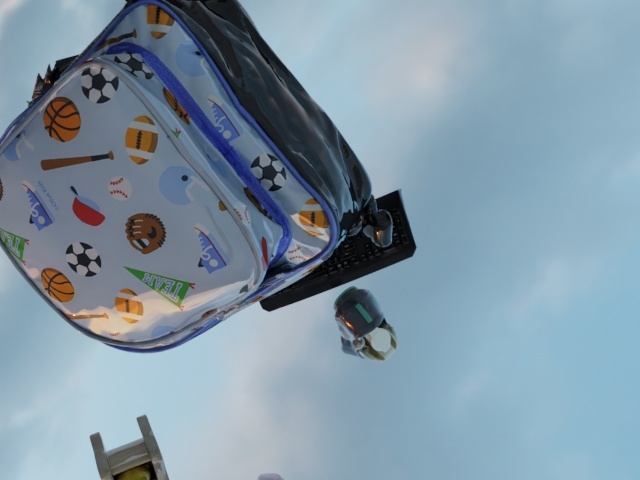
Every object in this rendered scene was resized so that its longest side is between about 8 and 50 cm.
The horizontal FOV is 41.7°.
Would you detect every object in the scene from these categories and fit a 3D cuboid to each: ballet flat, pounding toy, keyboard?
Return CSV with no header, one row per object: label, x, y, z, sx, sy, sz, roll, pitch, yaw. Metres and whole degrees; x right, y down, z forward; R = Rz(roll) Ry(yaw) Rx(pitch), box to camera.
ballet flat,0.059,0.117,1.041,0.074,0.203,0.074,-3,-111,8
pounding toy,-0.260,0.368,1.103,0.154,0.270,0.154,-19,-136,-16
keyboard,0.000,0.000,0.871,0.192,0.038,0.100,-23,-110,24

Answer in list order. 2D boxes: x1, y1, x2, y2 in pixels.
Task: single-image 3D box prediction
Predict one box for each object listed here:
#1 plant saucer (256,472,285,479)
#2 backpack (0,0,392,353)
plant saucer,-0.031,0.444,0.986,0.084,0.332,0.332,0,-133,-6
backpack,-0.128,-0.034,0.660,0.263,0.277,0.213,-33,-176,35
